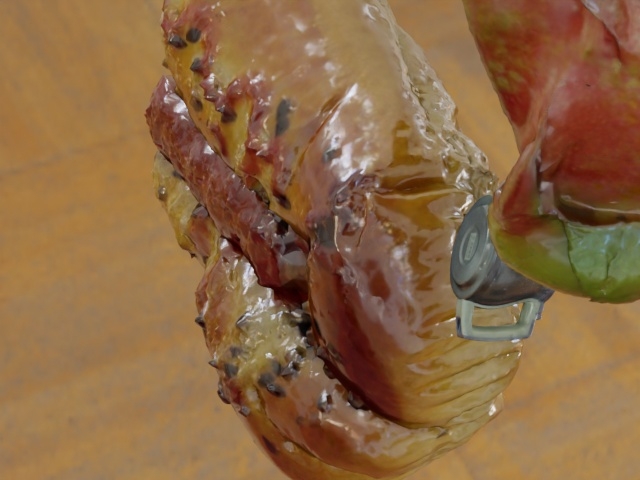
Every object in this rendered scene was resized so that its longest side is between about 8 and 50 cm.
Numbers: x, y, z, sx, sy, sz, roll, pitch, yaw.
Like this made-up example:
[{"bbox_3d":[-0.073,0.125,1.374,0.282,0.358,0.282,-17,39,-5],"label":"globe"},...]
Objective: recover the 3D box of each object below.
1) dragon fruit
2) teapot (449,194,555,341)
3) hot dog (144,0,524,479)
[{"bbox_3d":[0.134,-0.111,0.551,0.130,0.295,0.268,-6,46,45],"label":"dragon fruit"},{"bbox_3d":[0.111,0.021,1.058,0.057,0.066,0.088,16,87,-17],"label":"teapot"},{"bbox_3d":[0.000,0.000,1.306,0.196,0.367,0.365,-20,62,-23],"label":"hot dog"}]
